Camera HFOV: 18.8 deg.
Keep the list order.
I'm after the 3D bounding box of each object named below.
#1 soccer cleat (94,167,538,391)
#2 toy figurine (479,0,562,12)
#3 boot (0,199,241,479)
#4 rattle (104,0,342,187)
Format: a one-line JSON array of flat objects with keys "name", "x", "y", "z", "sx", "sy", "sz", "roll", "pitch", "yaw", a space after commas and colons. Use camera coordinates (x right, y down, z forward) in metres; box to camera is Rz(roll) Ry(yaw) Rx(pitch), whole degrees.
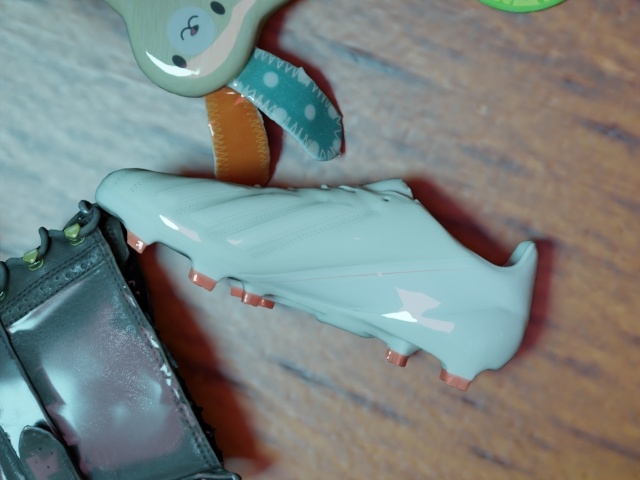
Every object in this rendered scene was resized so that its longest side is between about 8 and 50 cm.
[{"name": "soccer cleat", "x": 0.000, "y": 0.000, "z": 0.841, "sx": 0.196, "sy": 0.068, "sz": 0.076, "roll": 22, "pitch": 89, "yaw": -6}, {"name": "toy figurine", "x": 0.077, "y": -0.178, "z": 0.766, "sx": 0.130, "sy": 0.159, "sz": 0.173, "roll": 2, "pitch": 96, "yaw": 8}, {"name": "boot", "x": -0.185, "y": 0.053, "z": 0.871, "sx": 0.229, "sy": 0.091, "sz": 0.263, "roll": -34, "pitch": 85, "yaw": 0}, {"name": "rattle", "x": -0.049, "y": -0.116, "z": 0.805, "sx": 0.130, "sy": 0.143, "sz": 0.199, "roll": -5, "pitch": 88, "yaw": -10}]
